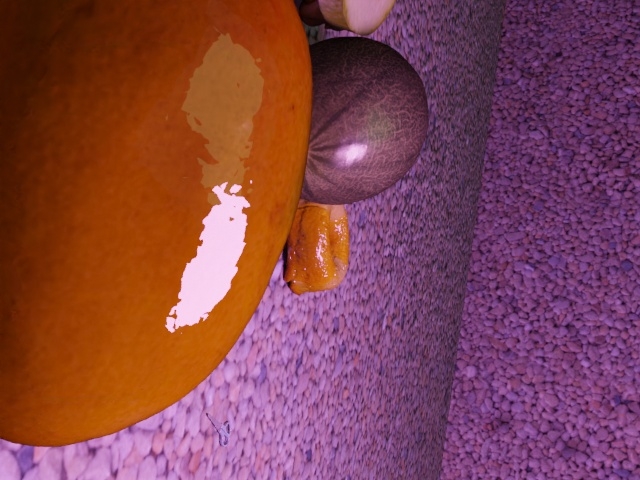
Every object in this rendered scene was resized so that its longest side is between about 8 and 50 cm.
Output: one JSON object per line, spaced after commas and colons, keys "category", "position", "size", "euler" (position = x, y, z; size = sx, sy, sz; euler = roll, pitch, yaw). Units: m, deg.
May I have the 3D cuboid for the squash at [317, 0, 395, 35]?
{"category": "squash", "position": [0.069, -0.411, 1.098], "size": [0.252, 0.048, 0.252], "euler": [-53, 156, -37]}

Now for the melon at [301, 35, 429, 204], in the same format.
{"category": "melon", "position": [0.031, -0.171, 1.157], "size": [0.301, 0.237, 0.238], "euler": [-42, 132, -55]}

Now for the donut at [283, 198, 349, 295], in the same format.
{"category": "donut", "position": [0.000, 0.000, 1.344], "size": [0.174, 0.074, 0.190], "euler": [-2, 95, -70]}

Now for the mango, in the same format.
{"category": "mango", "position": [-0.160, -0.050, 0.643], "size": [0.300, 0.232, 0.446], "euler": [18, 86, -37]}

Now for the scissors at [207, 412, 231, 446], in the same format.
{"category": "scissors", "position": [-0.141, 0.257, 1.107], "size": [0.083, 0.006, 0.036], "euler": [67, 31, -51]}

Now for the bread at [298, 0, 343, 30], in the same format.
{"category": "bread", "position": [-0.006, -0.458, 1.165], "size": [0.173, 0.121, 0.311], "euler": [-55, 144, -39]}
